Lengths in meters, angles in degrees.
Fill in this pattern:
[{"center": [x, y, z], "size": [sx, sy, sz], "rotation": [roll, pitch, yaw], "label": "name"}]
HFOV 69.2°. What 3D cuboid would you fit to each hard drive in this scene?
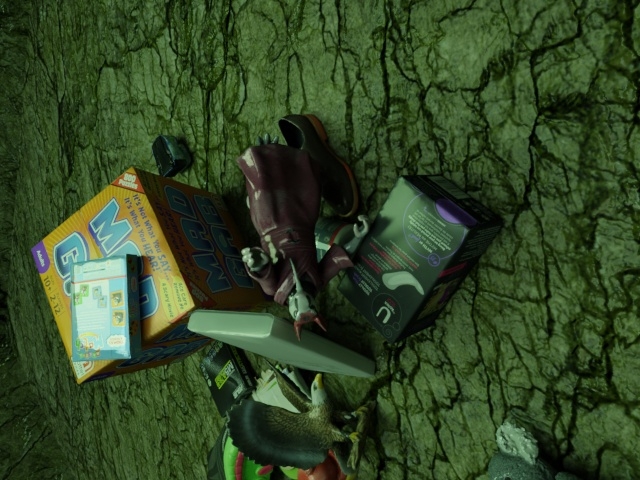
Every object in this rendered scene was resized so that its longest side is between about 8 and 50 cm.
[{"center": [-0.071, 0.224, 0.986], "size": [0.233, 0.353, 0.047], "rotation": [-4, 64, 38], "label": "hard drive"}]

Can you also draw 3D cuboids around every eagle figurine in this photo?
[{"center": [-0.029, 0.398, 1.056], "size": [0.298, 0.226, 0.225], "rotation": [2, 71, 18], "label": "eagle figurine"}]

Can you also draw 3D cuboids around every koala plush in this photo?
[{"center": [0.371, 0.430, 0.763], "size": [0.221, 0.203, 0.196], "rotation": [29, 130, 58], "label": "koala plush"}]

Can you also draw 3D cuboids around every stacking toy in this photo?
[{"center": [-0.047, 0.644, 1.173], "size": [0.279, 0.130, 0.309], "rotation": [0, 97, 41], "label": "stacking toy"}]

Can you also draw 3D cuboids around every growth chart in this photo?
[{"center": [-0.107, 0.425, 1.262], "size": [0.237, 0.021, 0.172], "rotation": [-41, 70, 38], "label": "growth chart"}]

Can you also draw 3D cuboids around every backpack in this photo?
[{"center": [-0.458, -0.260, 1.415], "size": [0.105, 0.084, 0.114], "rotation": [-30, 82, 40], "label": "backpack"}]

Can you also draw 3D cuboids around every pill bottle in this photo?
[{"center": [0.000, 0.000, 1.039], "size": [0.180, 0.108, 0.108], "rotation": [16, 108, 39], "label": "pill bottle"}]

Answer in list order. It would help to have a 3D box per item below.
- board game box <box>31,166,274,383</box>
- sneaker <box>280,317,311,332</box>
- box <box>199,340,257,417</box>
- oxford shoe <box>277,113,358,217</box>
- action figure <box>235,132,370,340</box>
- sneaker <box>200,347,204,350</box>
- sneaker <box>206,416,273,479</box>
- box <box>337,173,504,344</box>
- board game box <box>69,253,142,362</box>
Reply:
[{"center": [-0.409, 0.094, 1.179], "size": [0.356, 0.356, 0.356], "rotation": [-33, 74, 15], "label": "board game box"}, {"center": [-0.074, 0.245, 1.178], "size": [0.144, 0.059, 0.053], "rotation": [15, 106, 37], "label": "sneaker"}, {"center": [-0.282, 0.404, 1.388], "size": [0.191, 0.045, 0.184], "rotation": [-52, 56, 35], "label": "box"}, {"center": [-0.012, -0.164, 1.027], "size": [0.097, 0.098, 0.271], "rotation": [-44, 68, 37], "label": "oxford shoe"}, {"center": [-0.072, 0.004, 0.860], "size": [0.275, 0.248, 0.370], "rotation": [-37, 56, 53], "label": "action figure"}, {"center": [-0.389, 0.252, 1.400], "size": [0.105, 0.146, 0.296], "rotation": [51, 125, 25], "label": "sneaker"}, {"center": [-0.242, 0.706, 1.340], "size": [0.202, 0.185, 0.483], "rotation": [37, 113, 63], "label": "sneaker"}, {"center": [0.177, 0.031, 0.862], "size": [0.165, 0.143, 0.270], "rotation": [45, 124, 29], "label": "box"}, {"center": [-0.455, 0.143, 0.977], "size": [0.160, 0.039, 0.212], "rotation": [-8, 81, 21], "label": "board game box"}]
